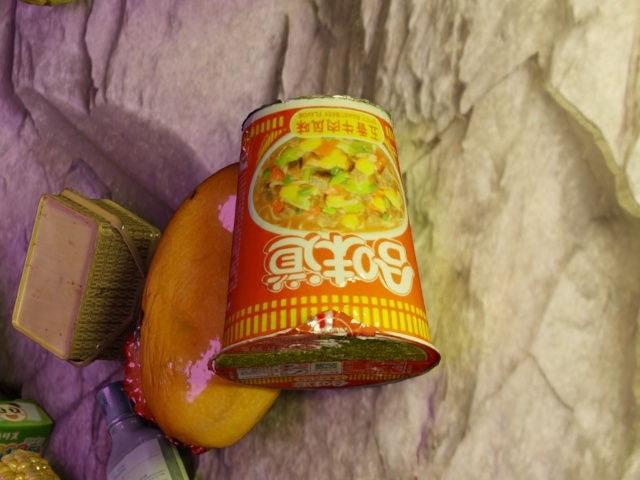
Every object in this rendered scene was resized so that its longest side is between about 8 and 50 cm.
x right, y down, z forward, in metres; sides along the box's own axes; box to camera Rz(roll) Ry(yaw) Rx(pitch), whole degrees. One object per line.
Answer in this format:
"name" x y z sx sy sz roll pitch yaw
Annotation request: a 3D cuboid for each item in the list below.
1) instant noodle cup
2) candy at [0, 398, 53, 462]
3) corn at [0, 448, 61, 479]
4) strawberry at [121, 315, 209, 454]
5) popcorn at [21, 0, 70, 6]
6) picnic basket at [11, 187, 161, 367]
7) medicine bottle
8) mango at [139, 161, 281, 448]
"instant noodle cup" 0.000 0.000 1.163 0.193 0.193 0.212 -19 65 42
"candy" -0.371 0.269 1.546 0.062 0.097 0.195 34 110 42
"corn" -0.269 0.316 1.446 0.244 0.093 0.093 44 116 43
"strawberry" -0.140 0.135 1.371 0.104 0.048 0.152 -34 77 30
"popcorn" -0.303 -0.311 1.541 0.120 0.116 0.106 40 156 -3
"picnic basket" -0.242 0.038 1.455 0.115 0.079 0.164 27 106 41
"medicine bottle" -0.168 0.235 1.381 0.090 0.053 0.209 -46 55 33
"mango" -0.086 0.060 1.280 0.157 0.109 0.262 6 79 39
